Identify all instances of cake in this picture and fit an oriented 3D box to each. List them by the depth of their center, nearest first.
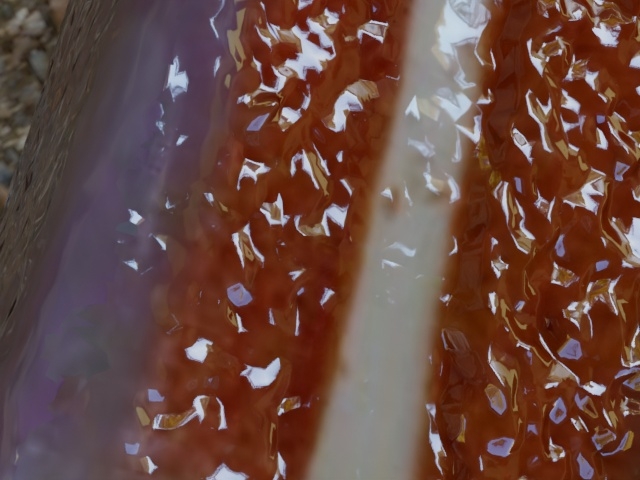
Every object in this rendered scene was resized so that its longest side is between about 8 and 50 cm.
[{"bbox_3d":[0.000,0.000,0.582,0.237,0.230,0.309,20,72,-18],"label":"cake"}]
